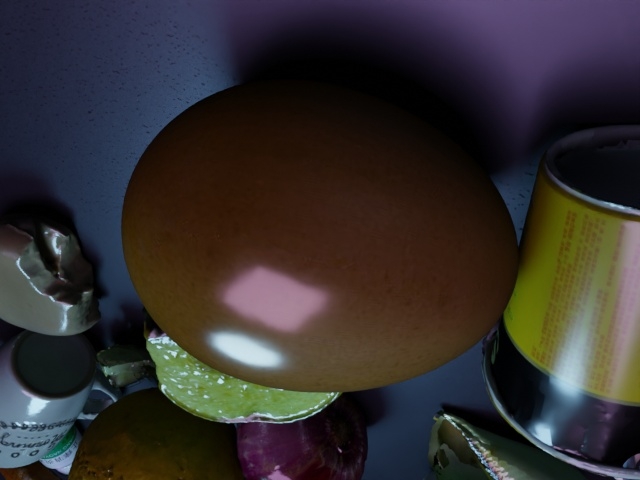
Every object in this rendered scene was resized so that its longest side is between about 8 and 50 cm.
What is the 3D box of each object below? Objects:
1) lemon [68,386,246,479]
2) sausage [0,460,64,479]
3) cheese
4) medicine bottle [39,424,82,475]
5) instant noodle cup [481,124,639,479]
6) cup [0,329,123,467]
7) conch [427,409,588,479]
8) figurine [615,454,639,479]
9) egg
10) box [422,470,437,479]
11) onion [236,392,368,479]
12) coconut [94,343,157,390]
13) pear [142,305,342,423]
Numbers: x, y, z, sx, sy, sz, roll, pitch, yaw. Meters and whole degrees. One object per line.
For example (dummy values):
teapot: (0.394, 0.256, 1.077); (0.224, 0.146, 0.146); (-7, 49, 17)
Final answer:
lemon: (-0.243, 0.349, 0.847); (0.258, 0.310, 0.258); (-3, 103, -15)
sausage: (-0.642, 0.517, 1.234); (0.302, 0.076, 0.103); (30, 168, 25)
cheese: (-0.396, 0.043, 0.763); (0.175, 0.091, 0.202); (18, 136, 1)
medicine bottle: (-0.566, 0.401, 1.161); (0.095, 0.095, 0.260); (7, 135, 14)
instant noodle cup: (0.249, 0.039, 0.464); (0.215, 0.215, 0.236); (4, 124, 17)
cup: (-0.451, 0.257, 0.950); (0.258, 0.186, 0.234); (17, 135, -39)
conch: (0.261, 0.356, 0.774); (0.250, 0.137, 0.143); (19, 106, -4)
figurine: (0.346, 0.175, 0.574); (0.208, 0.128, 0.184); (0, 150, -40)
egg: (0.000, 0.000, 0.464); (0.322, 0.250, 0.250); (13, 135, 0)
box: (0.220, 0.509, 0.834); (0.175, 0.312, 0.182); (-20, 115, 33)
onion: (-0.030, 0.310, 0.824); (0.200, 0.200, 0.207); (0, 126, 20)
coconut: (-0.297, 0.201, 0.892); (0.133, 0.055, 0.158); (10, 152, -24)
pear: (-0.068, 0.122, 0.676); (0.238, 0.164, 0.255); (8, 140, -1)
